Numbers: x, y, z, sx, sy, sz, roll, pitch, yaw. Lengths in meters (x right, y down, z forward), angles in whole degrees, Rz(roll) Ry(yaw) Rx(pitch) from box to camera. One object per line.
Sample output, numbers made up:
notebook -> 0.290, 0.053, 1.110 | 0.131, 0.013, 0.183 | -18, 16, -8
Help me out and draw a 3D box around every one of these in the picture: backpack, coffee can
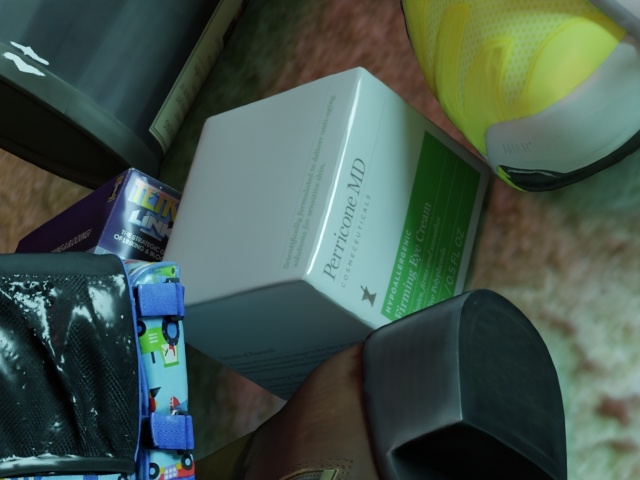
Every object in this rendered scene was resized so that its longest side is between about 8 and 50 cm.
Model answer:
backpack -> -0.117, 0.096, 0.646 | 0.158, 0.116, 0.173 | -17, 78, 58
coffee can -> -0.116, -0.189, 0.922 | 0.201, 0.201, 0.275 | 11, 71, 55

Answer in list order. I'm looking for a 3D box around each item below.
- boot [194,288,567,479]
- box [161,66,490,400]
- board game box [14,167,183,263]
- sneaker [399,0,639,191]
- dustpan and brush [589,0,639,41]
boot -> -0.044, 0.168, 0.623 | 0.280, 0.096, 0.264 | -32, 41, 33
box -> 0.000, 0.000, 0.717 | 0.102, 0.087, 0.101 | -15, 51, 45
board game box -> -0.127, 0.053, 0.830 | 0.170, 0.048, 0.141 | -24, 43, 60
sneaker -> 0.063, -0.177, 0.738 | 0.145, 0.147, 0.385 | -35, 40, 25
dustpan and brush -> 0.175, -0.140, 0.547 | 0.147, 0.060, 0.211 | 42, 103, 21
